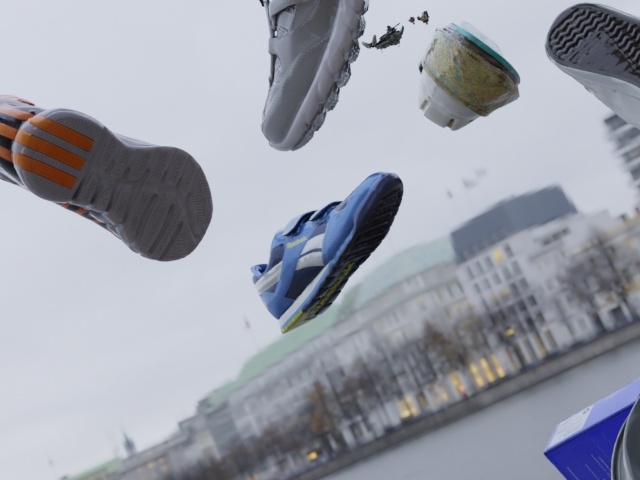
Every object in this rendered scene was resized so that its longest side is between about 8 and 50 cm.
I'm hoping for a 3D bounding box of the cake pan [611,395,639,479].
[{"bbox_3d":[0.450,0.223,1.286,0.293,0.293,0.054,-25,-50,1],"label":"cake pan"}]

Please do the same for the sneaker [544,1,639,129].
[{"bbox_3d":[0.352,-0.141,1.144,0.123,0.290,0.106,29,-84,-48],"label":"sneaker"}]

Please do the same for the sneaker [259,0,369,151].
[{"bbox_3d":[-0.016,-0.211,0.973,0.115,0.281,0.105,12,0,3],"label":"sneaker"}]

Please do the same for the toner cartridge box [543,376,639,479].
[{"bbox_3d":[0.464,0.347,1.559,0.165,0.348,0.075,-39,4,39],"label":"toner cartridge box"}]

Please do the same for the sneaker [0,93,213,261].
[{"bbox_3d":[-0.258,-0.084,1.328,0.321,0.180,0.125,36,-101,-54],"label":"sneaker"}]

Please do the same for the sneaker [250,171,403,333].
[{"bbox_3d":[0.000,0.000,0.824,0.053,0.059,0.144,-13,-32,-55],"label":"sneaker"}]

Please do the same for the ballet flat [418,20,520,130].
[{"bbox_3d":[0.160,-0.184,1.407,0.123,0.123,0.348,-26,8,11],"label":"ballet flat"}]

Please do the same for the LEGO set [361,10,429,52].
[{"bbox_3d":[0.089,-0.233,1.391,0.083,0.023,0.054,-24,-3,22],"label":"LEGO set"}]
